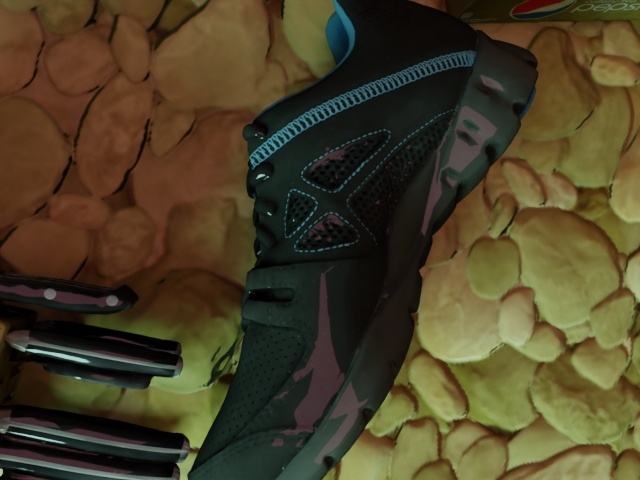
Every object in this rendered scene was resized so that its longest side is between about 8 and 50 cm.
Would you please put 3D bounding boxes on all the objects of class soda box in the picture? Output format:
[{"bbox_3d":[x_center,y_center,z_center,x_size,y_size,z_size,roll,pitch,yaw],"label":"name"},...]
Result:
[{"bbox_3d":[0.183,-0.195,0.463,0.182,0.061,0.058,-6,88,-13],"label":"soda box"}]

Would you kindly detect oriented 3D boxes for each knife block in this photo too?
[{"bbox_3d":[-0.219,0.093,0.341,0.276,0.088,0.242,-31,94,-13],"label":"knife block"}]

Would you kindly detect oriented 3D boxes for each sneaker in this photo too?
[{"bbox_3d":[0.000,0.000,0.392,0.140,0.125,0.340,29,72,-3],"label":"sneaker"}]
